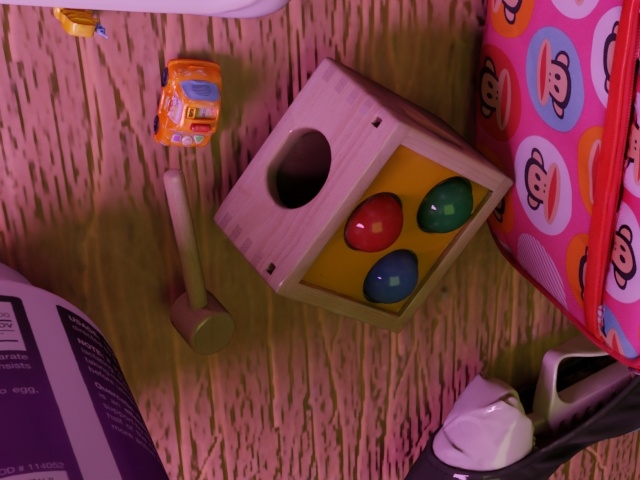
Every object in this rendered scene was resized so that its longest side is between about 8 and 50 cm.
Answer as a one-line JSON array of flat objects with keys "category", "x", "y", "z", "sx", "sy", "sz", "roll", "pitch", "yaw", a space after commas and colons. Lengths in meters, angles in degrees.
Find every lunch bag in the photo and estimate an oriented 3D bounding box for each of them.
[{"category": "lunch bag", "x": 0.200, "y": -0.076, "z": 0.741, "sx": 0.120, "sy": 0.258, "sz": 0.293, "roll": -13, "pitch": 125, "yaw": -19}]

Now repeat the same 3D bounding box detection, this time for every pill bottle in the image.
[{"category": "pill bottle", "x": -0.172, "y": 0.142, "z": 0.659, "sx": 0.182, "sy": 0.323, "sz": 0.181, "roll": -12, "pitch": 125, "yaw": -18}]

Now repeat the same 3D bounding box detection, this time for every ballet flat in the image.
[{"category": "ballet flat", "x": 0.165, "y": 0.135, "z": 0.976, "sx": 0.280, "sy": 0.095, "sz": 0.096, "roll": -26, "pitch": 119, "yaw": -22}]

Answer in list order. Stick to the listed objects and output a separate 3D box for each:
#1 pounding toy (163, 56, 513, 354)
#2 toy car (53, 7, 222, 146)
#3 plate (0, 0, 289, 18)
[{"category": "pounding toy", "x": -0.009, "y": 0.002, "z": 0.773, "sx": 0.181, "sy": 0.094, "sz": 0.206, "roll": 21, "pitch": 110, "yaw": -48}, {"category": "toy car", "x": -0.106, "y": -0.087, "z": 0.725, "sx": 0.122, "sy": 0.040, "sz": 0.060, "roll": 19, "pitch": 110, "yaw": -34}, {"category": "plate", "x": -0.091, "y": -0.183, "z": 0.576, "sx": 0.278, "sy": 0.045, "sz": 0.277, "roll": -2, "pitch": 155, "yaw": -26}]
